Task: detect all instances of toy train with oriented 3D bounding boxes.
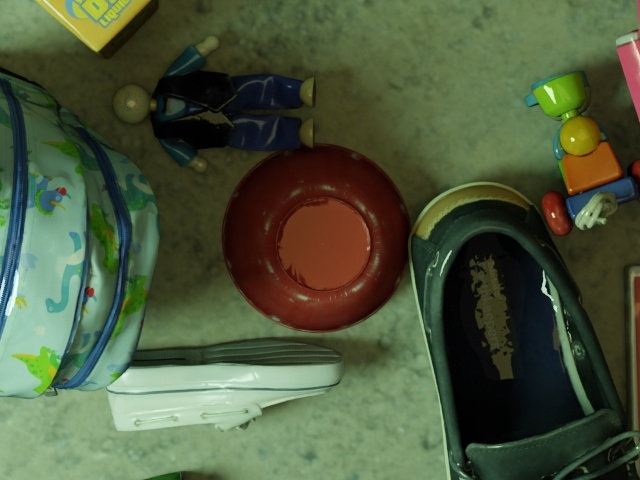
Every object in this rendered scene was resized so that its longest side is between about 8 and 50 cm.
[{"bbox_3d":[0.232,-0.085,1.591,0.105,0.248,0.143,-21,88,8],"label":"toy train"}]

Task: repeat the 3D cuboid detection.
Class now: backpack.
[{"bbox_3d":[-0.271,0.003,1.510,0.273,0.355,0.290,17,92,-5],"label":"backpack"}]

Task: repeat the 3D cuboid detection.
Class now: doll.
[{"bbox_3d":[-0.099,-0.127,1.666,0.189,0.046,0.129,1,95,3],"label":"doll"}]

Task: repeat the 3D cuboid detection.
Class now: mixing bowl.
[{"bbox_3d":[0.000,0.000,1.655,0.181,0.098,0.181,0,93,-4],"label":"mixing bowl"}]

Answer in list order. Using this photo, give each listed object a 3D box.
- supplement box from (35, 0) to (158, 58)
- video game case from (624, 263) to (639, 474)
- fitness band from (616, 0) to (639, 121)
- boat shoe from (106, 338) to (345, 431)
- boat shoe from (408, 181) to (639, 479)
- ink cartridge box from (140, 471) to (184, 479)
[{"bbox_3d":[-0.192,-0.209,1.561,0.080,0.233,0.078,45,90,-5],"label":"supplement box"},{"bbox_3d":[0.437,0.119,1.725,0.285,0.025,0.204,-2,94,-3],"label":"video game case"},{"bbox_3d":[0.362,-0.135,1.632,0.054,0.209,0.291,-15,95,42],"label":"fitness band"},{"bbox_3d":[-0.088,0.141,1.677,0.226,0.083,0.076,-1,106,8],"label":"boat shoe"},{"bbox_3d":[0.201,0.192,1.646,0.186,0.156,0.500,-16,95,2],"label":"boat shoe"},{"bbox_3d":[-0.219,0.297,1.678,0.209,0.062,0.109,-13,95,-2],"label":"ink cartridge box"}]
